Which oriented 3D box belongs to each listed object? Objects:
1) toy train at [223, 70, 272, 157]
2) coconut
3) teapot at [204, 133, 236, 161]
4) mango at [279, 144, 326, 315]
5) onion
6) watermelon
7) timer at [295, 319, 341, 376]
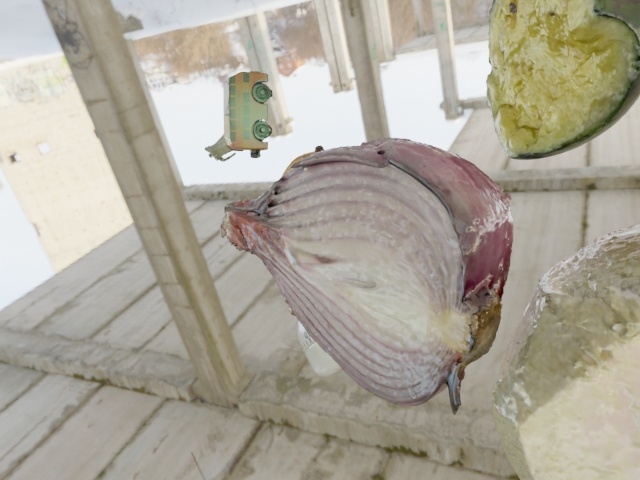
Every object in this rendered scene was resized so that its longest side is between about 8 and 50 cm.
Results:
[{"bbox_3d":[-0.159,-0.276,1.122,0.099,0.188,0.072,-1,-173,-21],"label":"toy train"},{"bbox_3d":[0.417,0.161,0.584,0.404,0.405,0.405,-11,-154,5],"label":"coconut"},{"bbox_3d":[-0.254,-0.239,1.331,0.083,0.067,0.057,-36,-148,-11],"label":"teapot"},{"bbox_3d":[0.004,0.001,0.987,0.186,0.360,0.144,-20,-153,-26],"label":"mango"},{"bbox_3d":[0.053,0.002,0.573,0.348,0.267,0.159,28,-147,35],"label":"onion"},{"bbox_3d":[0.379,-0.288,0.762,0.189,0.331,0.331,5,-155,-6],"label":"watermelon"},{"bbox_3d":[0.086,0.135,0.779,0.233,0.240,0.233,-28,164,-9],"label":"timer"}]
